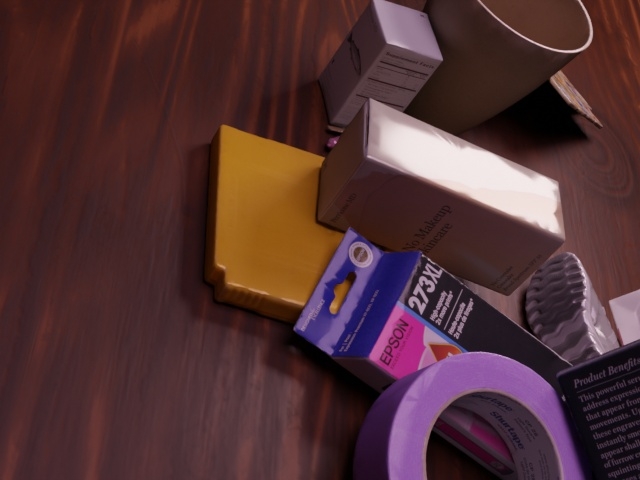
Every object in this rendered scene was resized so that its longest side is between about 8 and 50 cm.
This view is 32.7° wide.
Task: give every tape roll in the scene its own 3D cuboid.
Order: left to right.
[{"bbox_3d":[0.178,0.272,1.262,0.274,0.090,0.275,10,67,-23],"label":"tape roll"}]

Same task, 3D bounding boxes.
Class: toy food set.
[{"bbox_3d":[0.048,-0.130,1.629,0.078,0.019,0.122,8,31,-22],"label":"toy food set"}]

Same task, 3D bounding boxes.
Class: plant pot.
[{"bbox_3d":[0.245,-0.298,1.742,0.256,0.274,0.256,20,44,-21],"label":"plant pot"}]

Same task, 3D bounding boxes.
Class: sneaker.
[{"bbox_3d":[0.381,0.147,1.598,0.115,0.105,0.281,33,38,-41],"label":"sneaker"}]

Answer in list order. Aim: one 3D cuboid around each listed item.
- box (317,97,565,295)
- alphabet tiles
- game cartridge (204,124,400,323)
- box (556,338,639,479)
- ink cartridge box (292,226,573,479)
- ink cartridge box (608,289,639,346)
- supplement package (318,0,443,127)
[{"bbox_3d":[0.164,-0.055,1.494,0.311,0.148,0.121,20,45,-17],"label":"box"},{"bbox_3d":[0.396,-0.330,1.970,0.285,0.011,0.342,56,20,20],"label":"alphabet tiles"},{"bbox_3d":[0.000,0.000,1.478,0.323,0.053,0.285,17,46,-20],"label":"game cartridge"},{"bbox_3d":[0.491,0.303,1.309,0.293,0.212,0.396,9,59,-57],"label":"box"},{"bbox_3d":[0.158,0.145,1.391,0.371,0.069,0.176,35,58,-9],"label":"ink cartridge box"},{"bbox_3d":[0.506,0.169,1.630,0.198,0.067,0.115,44,30,-44],"label":"ink cartridge box"},{"bbox_3d":[0.089,-0.262,1.670,0.105,0.179,0.105,11,48,-28],"label":"supplement package"}]
